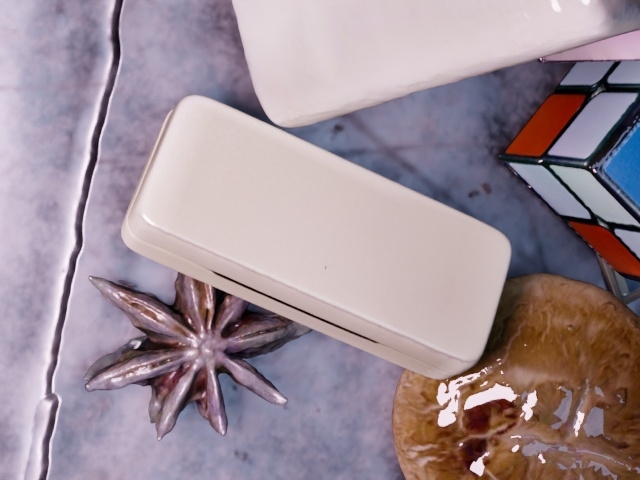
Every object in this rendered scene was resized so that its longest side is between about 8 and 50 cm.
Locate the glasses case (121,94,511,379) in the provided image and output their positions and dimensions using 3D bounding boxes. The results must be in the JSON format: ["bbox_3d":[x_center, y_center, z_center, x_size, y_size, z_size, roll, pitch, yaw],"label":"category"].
[{"bbox_3d":[0.000,0.000,1.214,0.313,0.070,0.131,23,66,-11],"label":"glasses case"}]

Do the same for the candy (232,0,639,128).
[{"bbox_3d":[0.085,-0.217,1.110,0.145,0.359,0.208,-28,103,-44],"label":"candy"}]

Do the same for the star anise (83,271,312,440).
[{"bbox_3d":[-0.106,0.078,1.233,0.205,0.061,0.180,-34,99,-14],"label":"star anise"}]

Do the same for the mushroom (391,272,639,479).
[{"bbox_3d":[0.200,0.169,1.296,0.278,0.146,0.278,0,91,2],"label":"mushroom"}]

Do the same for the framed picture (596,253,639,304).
[{"bbox_3d":[0.302,-0.024,1.381,0.109,0.011,0.149,-25,104,-14],"label":"framed picture"}]

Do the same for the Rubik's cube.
[{"bbox_3d":[0.298,-0.073,1.274,0.183,0.180,0.167,43,82,-19],"label":"Rubik's cube"}]

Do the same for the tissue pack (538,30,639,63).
[{"bbox_3d":[0.270,-0.228,1.223,0.148,0.246,0.092,-39,106,-11],"label":"tissue pack"}]
